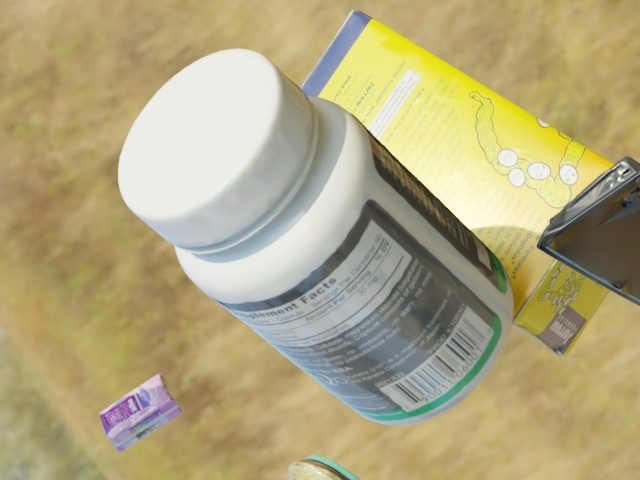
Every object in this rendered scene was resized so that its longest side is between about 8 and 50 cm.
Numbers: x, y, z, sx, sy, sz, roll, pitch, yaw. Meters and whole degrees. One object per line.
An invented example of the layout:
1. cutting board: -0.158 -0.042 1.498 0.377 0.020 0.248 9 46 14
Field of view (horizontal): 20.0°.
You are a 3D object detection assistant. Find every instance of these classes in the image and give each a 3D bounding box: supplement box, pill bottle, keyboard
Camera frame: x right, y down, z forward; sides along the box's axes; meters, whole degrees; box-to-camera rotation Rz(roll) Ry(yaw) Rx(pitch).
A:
1. supplement box: 0.150 -0.061 1.953 0.356 0.195 0.194 35 -178 27
2. pill bottle: 0.000 0.000 1.619 0.361 0.204 0.204 42 -175 -39
3. keyboard: 0.339 -0.016 1.649 0.317 0.201 0.033 25 -145 -52

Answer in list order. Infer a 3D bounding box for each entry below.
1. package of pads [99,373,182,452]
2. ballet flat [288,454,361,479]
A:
1. package of pads: -0.191 0.182 1.926 0.032 0.083 0.050 57 180 -37
2. ballet flat: 0.075 0.337 1.688 0.348 0.123 0.123 45 -179 -30
